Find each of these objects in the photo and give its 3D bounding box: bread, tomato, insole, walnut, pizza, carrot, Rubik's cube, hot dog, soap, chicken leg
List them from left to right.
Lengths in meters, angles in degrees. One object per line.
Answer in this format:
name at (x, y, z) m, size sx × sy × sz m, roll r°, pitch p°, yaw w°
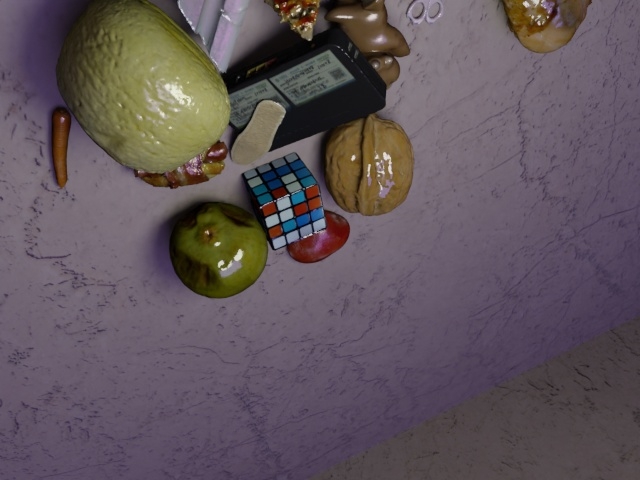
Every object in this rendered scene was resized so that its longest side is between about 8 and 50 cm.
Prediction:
carrot at (-0.543, -0.189, 1.316) m, size 0.037 × 0.037 × 0.190 m, roll -3°, pitch 132°, yaw -28°
bread at (-0.311, -0.290, 1.153) m, size 0.237 × 0.321 × 0.320 m, roll -32°, pitch 138°, yaw 21°
soap at (-0.253, -0.480, 1.128) m, size 0.257 × 0.159 × 0.302 m, roll 9°, pitch 130°, yaw -21°
hot dog at (-0.310, -0.179, 1.402) m, size 0.213 × 0.103 × 0.146 m, roll -21°, pitch 135°, yaw -11°
insole at (-0.142, -0.235, 1.418) m, size 0.081 × 0.011 × 0.248 m, roll 17°, pitch 149°, yaw -17°
Rubik's cube at (-0.087, -0.097, 1.566) m, size 0.154 × 0.151 × 0.155 m, roll -22°, pitch 135°, yaw -10°
pizza at (-0.048, -0.478, 1.225) m, size 0.188 × 0.199 × 0.062 m, roll -15°, pitch 159°, yaw -16°
tomato at (0.001, 0.006, 1.755) m, size 0.166 × 0.082 × 0.174 m, roll 21°, pitch 113°, yaw -41°
walnut at (0.118, -0.188, 1.557) m, size 0.224 × 0.257 × 0.257 m, roll 3°, pitch 133°, yaw 9°
chicken leg at (0.480, -0.640, 1.437) m, size 0.409 × 0.182 × 0.295 m, roll 31°, pitch 100°, yaw -26°

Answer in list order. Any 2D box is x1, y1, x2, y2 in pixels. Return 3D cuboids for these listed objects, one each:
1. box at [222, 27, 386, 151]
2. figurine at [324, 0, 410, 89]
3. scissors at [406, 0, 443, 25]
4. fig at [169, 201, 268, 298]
box at (-0.051, -0.308, 1.342) m, size 0.350 × 0.058 × 0.211 m, roll -13°, pitch 144°, yaw 32°
figurine at (0.078, -0.413, 1.367) m, size 0.173 × 0.177 × 0.247 m, roll -50°, pitch 149°, yaw -8°
scissors at (0.254, -0.584, 1.434) m, size 0.100 × 0.015 × 0.189 m, roll -9°, pitch 129°, yaw -25°
fig at (-0.239, 0.034, 1.541) m, size 0.239 × 0.239 × 0.271 m, roll -32°, pitch 159°, yaw -1°
